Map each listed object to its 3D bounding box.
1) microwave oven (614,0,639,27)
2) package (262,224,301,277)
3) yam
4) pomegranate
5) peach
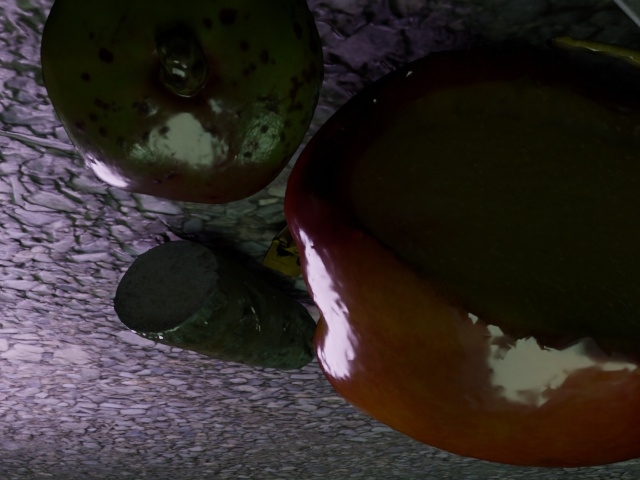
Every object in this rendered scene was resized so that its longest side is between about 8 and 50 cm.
[{"bbox_3d":[0.220,-0.260,0.192,0.374,0.236,0.432,39,140,-19],"label":"microwave oven"},{"bbox_3d":[0.000,0.000,1.048,0.131,0.047,0.071,-20,150,38],"label":"package"},{"bbox_3d":[-0.106,0.097,1.158,0.133,0.133,0.330,-15,154,27],"label":"yam"},{"bbox_3d":[-0.111,-0.119,0.657,0.198,0.198,0.246,22,165,-38],"label":"pomegranate"},{"bbox_3d":[0.164,0.022,0.765,0.406,0.335,0.310,5,149,-8],"label":"peach"}]
